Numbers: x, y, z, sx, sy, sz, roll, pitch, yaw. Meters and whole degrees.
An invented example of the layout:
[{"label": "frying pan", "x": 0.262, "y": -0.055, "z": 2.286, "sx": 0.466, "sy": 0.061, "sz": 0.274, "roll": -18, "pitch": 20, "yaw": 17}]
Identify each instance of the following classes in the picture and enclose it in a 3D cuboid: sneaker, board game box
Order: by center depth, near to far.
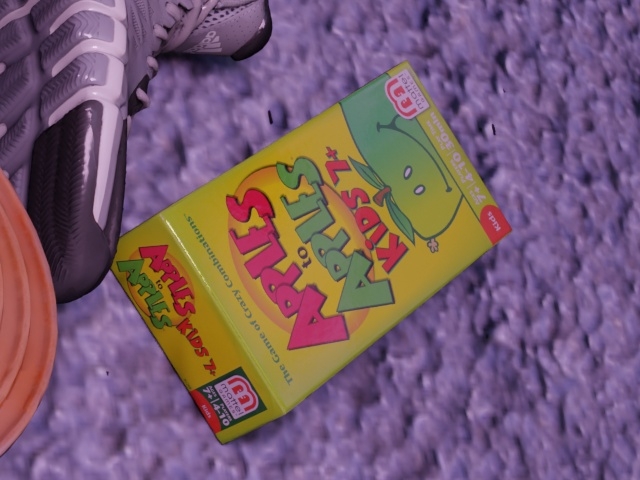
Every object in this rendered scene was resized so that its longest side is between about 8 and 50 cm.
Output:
[{"label": "sneaker", "x": -0.068, "y": -0.075, "z": 0.781, "sx": 0.132, "sy": 0.086, "sz": 0.229, "roll": 16, "pitch": 57, "yaw": -40}, {"label": "board game box", "x": 0.000, "y": 0.000, "z": 0.833, "sx": 0.181, "sy": 0.043, "sz": 0.092, "roll": -35, "pitch": 95, "yaw": -47}]

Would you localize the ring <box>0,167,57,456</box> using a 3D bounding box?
[{"label": "ring", "x": -0.226, "y": -0.034, "z": 0.541, "sx": 0.336, "sy": 0.032, "sz": 0.336, "roll": 29, "pitch": 24, "yaw": -14}]
